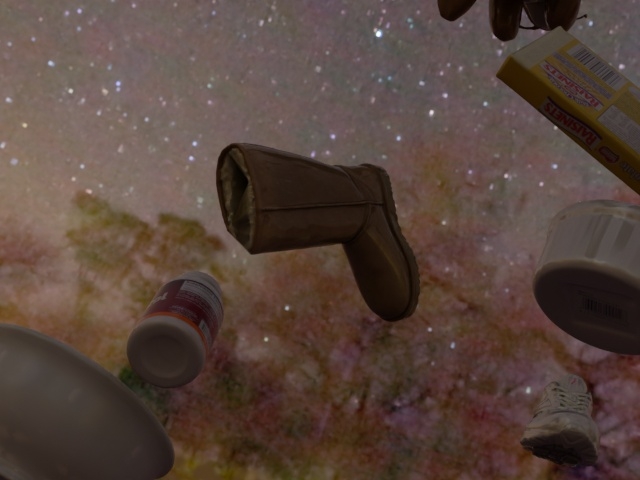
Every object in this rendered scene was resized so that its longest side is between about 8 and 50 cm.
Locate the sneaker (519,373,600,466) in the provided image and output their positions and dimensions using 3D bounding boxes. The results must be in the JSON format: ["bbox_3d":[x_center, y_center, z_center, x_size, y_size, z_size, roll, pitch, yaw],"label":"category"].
[{"bbox_3d":[0.308,0.222,0.990,0.090,0.115,0.232,17,-13,11],"label":"sneaker"}]

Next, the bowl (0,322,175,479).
[{"bbox_3d":[-0.334,0.246,0.922,0.297,0.134,0.298,18,-41,16],"label":"bowl"}]

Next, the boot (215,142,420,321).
[{"bbox_3d":[0.000,0.000,0.984,0.089,0.236,0.269,-26,-15,38],"label":"boot"}]

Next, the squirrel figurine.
[{"bbox_3d":[0.412,-0.584,1.496,0.280,0.397,0.370,-10,-2,37],"label":"squirrel figurine"}]

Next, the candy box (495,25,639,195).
[{"bbox_3d":[0.237,-0.082,0.590,0.206,0.105,0.027,43,-44,11],"label":"candy box"}]

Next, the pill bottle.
[{"bbox_3d":[-0.158,0.094,0.881,0.086,0.086,0.152,20,21,-3],"label":"pill bottle"}]

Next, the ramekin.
[{"bbox_3d":[0.500,0.073,1.324,0.277,0.135,0.277,28,-27,16],"label":"ramekin"}]
